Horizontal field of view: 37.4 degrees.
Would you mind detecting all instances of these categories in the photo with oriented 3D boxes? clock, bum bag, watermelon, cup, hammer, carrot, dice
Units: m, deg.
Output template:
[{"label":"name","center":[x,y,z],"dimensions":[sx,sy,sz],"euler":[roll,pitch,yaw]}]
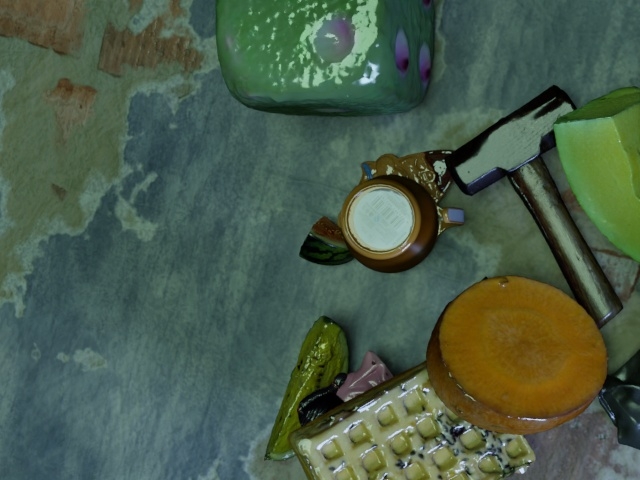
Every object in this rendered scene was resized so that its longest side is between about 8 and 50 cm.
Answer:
[{"label":"clock","center":[0.074,0.332,1.747],"dimensions":[0.195,0.100,0.194],"euler":[-34,84,-11]},{"label":"bum bag","center":[0.589,0.210,1.584],"dimensions":[0.142,0.079,0.326],"euler":[39,104,11]},{"label":"watermelon","center":[0.000,0.000,1.817],"dimensions":[0.135,0.125,0.094],"euler":[-20,68,53]},{"label":"watermelon","center":[-0.027,0.282,1.812],"dimensions":[0.123,0.129,0.301],"euler":[25,96,24]},{"label":"cup","center":[0.136,-0.034,1.645],"dimensions":[0.226,0.264,0.182],"euler":[-5,89,8]},{"label":"hammer","center":[0.409,-0.038,1.645],"dimensions":[0.242,0.095,0.409],"euler":[-29,84,16]},{"label":"carrot","center":[0.335,0.194,1.596],"dimensions":[0.307,0.100,0.259],"euler":[6,70,-2]},{"label":"dice","center":[0.015,-0.392,1.676],"dimensions":[0.318,0.322,0.330],"euler":[2,93,22]}]

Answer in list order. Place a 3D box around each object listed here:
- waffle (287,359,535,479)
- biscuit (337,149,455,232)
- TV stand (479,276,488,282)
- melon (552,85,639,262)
[{"label":"waffle","center":[0.163,0.367,1.649],"dimensions":[0.376,0.114,0.261],"euler":[-26,84,-13]},{"label":"biscuit","center":[0.146,-0.083,1.786],"dimensions":[0.280,0.043,0.183],"euler":[-33,82,23]},{"label":"TV stand","center":[0.379,0.158,1.685],"dimensions":[0.249,0.036,0.042],"euler":[38,139,17]},{"label":"melon","center":[0.520,-0.084,1.558],"dimensions":[0.196,0.124,0.324],"euler":[-26,96,-22]}]
